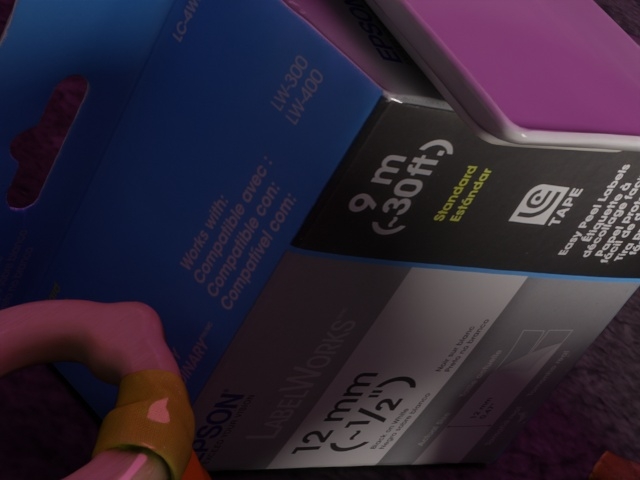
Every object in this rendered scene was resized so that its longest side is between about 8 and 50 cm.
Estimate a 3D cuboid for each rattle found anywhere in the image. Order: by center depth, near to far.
[{"bbox_3d":[-0.151,0.110,0.580,0.199,0.143,0.130,-19,64,-9],"label":"rattle"}]

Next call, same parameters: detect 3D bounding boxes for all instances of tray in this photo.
[{"bbox_3d":[0.053,-0.123,0.592,0.145,0.030,0.270,0,44,-41],"label":"tray"}]

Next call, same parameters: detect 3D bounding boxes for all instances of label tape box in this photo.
[{"bbox_3d":[0.000,0.000,0.646,0.347,0.249,0.115,3,43,-37],"label":"label tape box"}]

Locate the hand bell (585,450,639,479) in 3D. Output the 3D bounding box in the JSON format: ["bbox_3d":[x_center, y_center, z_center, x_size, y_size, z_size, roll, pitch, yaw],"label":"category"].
[{"bbox_3d":[0.227,0.175,0.601,0.242,0.126,0.126,33,32,20],"label":"hand bell"}]
